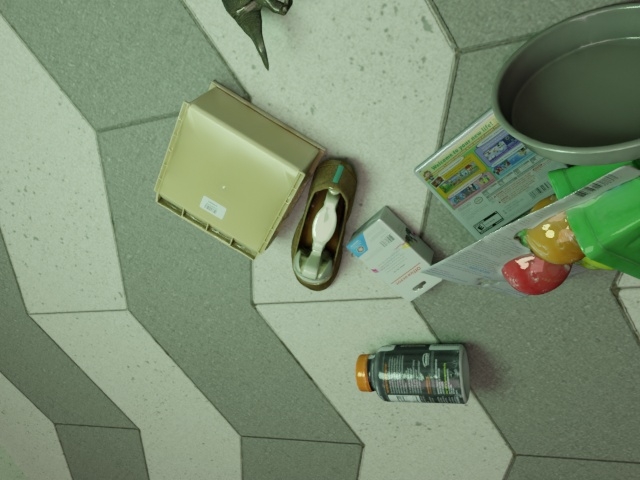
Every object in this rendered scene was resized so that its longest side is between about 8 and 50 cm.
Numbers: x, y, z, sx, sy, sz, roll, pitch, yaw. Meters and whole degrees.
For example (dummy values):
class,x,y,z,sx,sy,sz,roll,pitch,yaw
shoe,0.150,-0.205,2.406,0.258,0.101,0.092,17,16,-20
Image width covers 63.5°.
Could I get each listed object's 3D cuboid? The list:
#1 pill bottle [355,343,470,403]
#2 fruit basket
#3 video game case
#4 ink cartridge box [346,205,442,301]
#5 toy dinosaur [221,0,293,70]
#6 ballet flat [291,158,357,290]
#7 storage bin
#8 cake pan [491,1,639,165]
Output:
class,x,y,z,sx,sy,sz,roll,pitch,yaw
pill bottle,0.206,0.302,1.179,0.246,0.130,0.130,-5,118,22
fruit basket,0.398,-0.001,0.868,0.327,0.165,0.353,14,150,-37
video game case,0.313,-0.122,0.944,0.193,0.023,0.212,44,125,-10
ink cartridge box,0.158,0.030,1.069,0.181,0.061,0.104,43,125,-8
toy dinosaur,-0.120,-0.451,0.858,0.161,0.121,0.313,9,128,29
ballet flat,0.000,0.000,1.067,0.116,0.124,0.342,17,125,0
storage bin,-0.172,-0.130,1.051,0.262,0.123,0.260,31,126,-2
cake pan,0.392,-0.215,0.717,0.293,0.293,0.054,-11,140,25
